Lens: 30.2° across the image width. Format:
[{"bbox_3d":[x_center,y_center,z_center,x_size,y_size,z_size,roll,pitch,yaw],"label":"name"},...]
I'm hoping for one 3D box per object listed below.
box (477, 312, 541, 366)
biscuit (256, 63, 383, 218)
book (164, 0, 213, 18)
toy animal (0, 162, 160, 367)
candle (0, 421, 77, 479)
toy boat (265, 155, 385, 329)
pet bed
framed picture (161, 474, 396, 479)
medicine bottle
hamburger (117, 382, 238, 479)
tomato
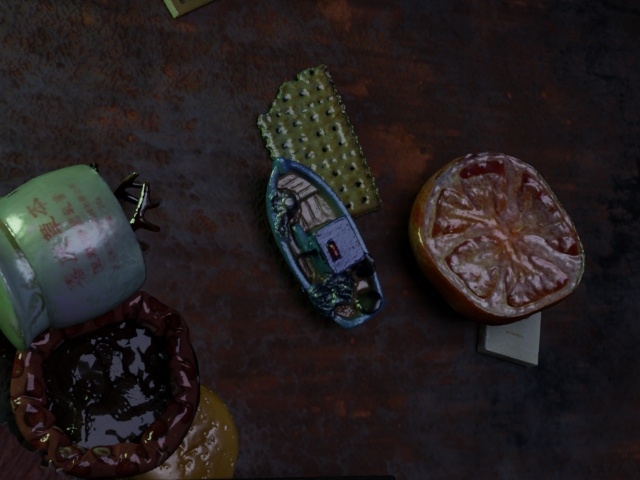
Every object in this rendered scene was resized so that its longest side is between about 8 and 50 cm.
[{"bbox_3d":[0.260,0.080,1.604,0.090,0.024,0.167,18,67,-26],"label":"box"},{"bbox_3d":[-0.006,-0.114,1.496,0.144,0.016,0.203,-24,91,-35],"label":"biscuit"},{"bbox_3d":[-0.145,-0.358,1.482,0.172,0.012,0.118,-34,95,-34],"label":"book"},{"bbox_3d":[-0.316,0.007,1.243,0.260,0.087,0.244,25,79,-29],"label":"toy animal"},{"bbox_3d":[-0.350,0.199,1.032,0.317,0.287,0.131,33,66,-20],"label":"candle"},{"bbox_3d":[0.000,0.000,1.411,0.100,0.097,0.223,-31,96,-16],"label":"toy boat"},{"bbox_3d":[-0.215,0.146,1.195,0.201,0.053,0.201,3,71,-9],"label":"pet bed"},{"bbox_3d":[-0.066,0.375,1.276,0.323,0.013,0.244,6,92,-30],"label":"framed picture"},{"bbox_3d":[-0.262,0.015,1.141,0.143,0.147,0.147,-28,92,-25],"label":"medicine bottle"},{"bbox_3d":[-0.158,0.215,1.269,0.138,0.083,0.147,-28,96,-34],"label":"hamburger"},{"bbox_3d":[0.223,0.006,1.544,0.236,0.095,0.237,5,68,-14],"label":"tomato"}]
